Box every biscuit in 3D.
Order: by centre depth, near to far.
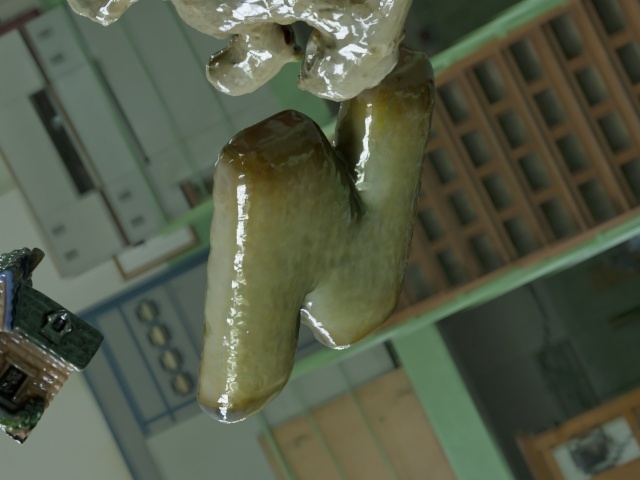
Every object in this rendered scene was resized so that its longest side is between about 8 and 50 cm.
[{"bbox_3d":[0.000,0.000,1.193,0.062,0.237,0.291,32,133,29],"label":"biscuit"}]

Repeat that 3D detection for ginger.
[{"bbox_3d":[-0.056,-0.151,0.969,0.065,0.258,0.149,-61,-38,-48],"label":"ginger"}]

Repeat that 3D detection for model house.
[{"bbox_3d":[-0.347,0.100,1.655,0.183,0.172,0.166,39,-178,-8],"label":"model house"}]
